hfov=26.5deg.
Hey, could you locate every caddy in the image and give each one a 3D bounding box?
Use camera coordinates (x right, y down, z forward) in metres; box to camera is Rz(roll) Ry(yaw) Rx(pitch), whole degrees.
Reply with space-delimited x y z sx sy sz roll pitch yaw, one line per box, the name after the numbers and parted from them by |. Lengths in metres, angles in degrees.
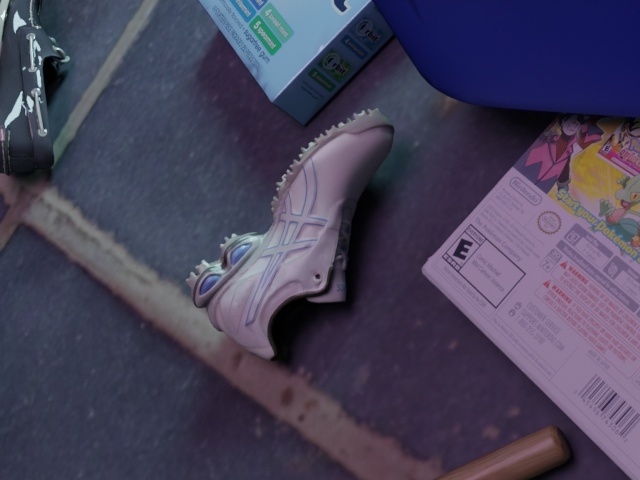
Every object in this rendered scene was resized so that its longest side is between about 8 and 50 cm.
0.150 -0.206 0.728 0.341 0.179 0.241 9 54 42 | caddy

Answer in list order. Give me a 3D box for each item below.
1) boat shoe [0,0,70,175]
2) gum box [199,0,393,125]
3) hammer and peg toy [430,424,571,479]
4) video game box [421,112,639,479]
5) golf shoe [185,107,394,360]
-0.246 -0.140 1.151 0.065 0.075 0.206 4 54 -6 | boat shoe
0.009 -0.196 0.972 0.184 0.041 0.157 -45 46 11 | gum box
0.043 0.241 0.641 0.266 0.127 0.361 -42 47 14 | hammer and peg toy
0.177 0.007 0.718 0.187 0.048 0.205 -50 45 8 | video game box
0.000 0.000 0.870 0.086 0.069 0.176 45 101 24 | golf shoe
